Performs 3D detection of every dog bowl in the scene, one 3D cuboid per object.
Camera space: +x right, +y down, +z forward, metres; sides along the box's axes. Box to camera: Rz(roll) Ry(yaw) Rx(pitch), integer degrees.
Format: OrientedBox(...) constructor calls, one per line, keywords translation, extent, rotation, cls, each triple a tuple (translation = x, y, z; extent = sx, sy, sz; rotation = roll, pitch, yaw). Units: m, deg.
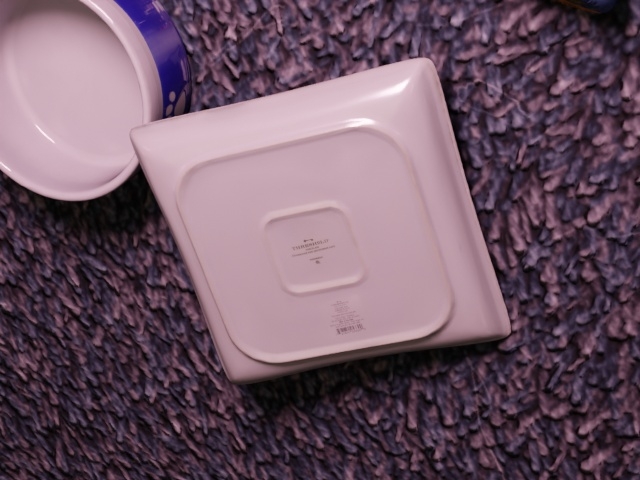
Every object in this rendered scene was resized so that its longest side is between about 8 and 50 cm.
OrientedBox(translation=(-0.285, -0.184, 1.555), extent=(0.265, 0.104, 0.265), rotation=(11, 117, 21), cls="dog bowl")

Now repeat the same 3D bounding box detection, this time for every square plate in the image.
OrientedBox(translation=(0.000, 0.000, 1.481), extent=(0.347, 0.049, 0.344), rotation=(-12, 114, 17), cls="square plate")

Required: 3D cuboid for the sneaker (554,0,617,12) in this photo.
OrientedBox(translation=(0.175, -0.329, 1.259), extent=(0.296, 0.112, 0.131), rotation=(33, 90, -12), cls="sneaker")
